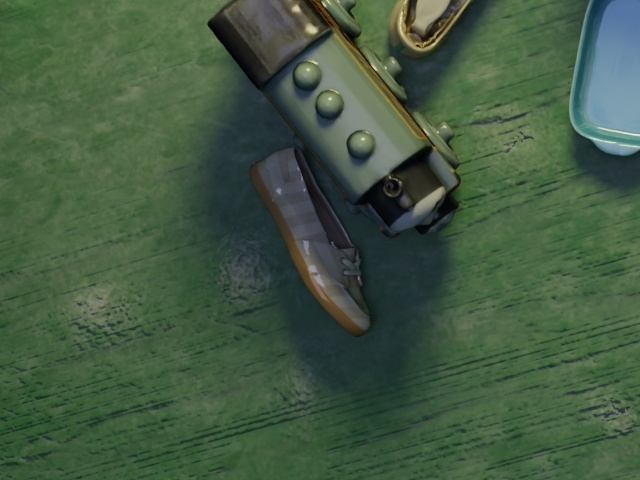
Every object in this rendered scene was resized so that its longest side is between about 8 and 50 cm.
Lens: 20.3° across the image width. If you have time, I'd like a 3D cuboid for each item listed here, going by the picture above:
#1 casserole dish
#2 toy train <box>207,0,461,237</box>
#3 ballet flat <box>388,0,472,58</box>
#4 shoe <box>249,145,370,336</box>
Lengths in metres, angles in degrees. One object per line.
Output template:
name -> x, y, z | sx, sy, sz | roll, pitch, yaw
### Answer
casserole dish -> 0.322, -0.181, 1.844 | 0.114, 0.037, 0.188 | 11, 96, 10
toy train -> 0.018, -0.142, 1.828 | 0.142, 0.190, 0.334 | -38, 85, 12
ballet flat -> 0.153, -0.296, 1.849 | 0.086, 0.086, 0.248 | 34, 98, 8
shoe -> 0.000, 0.000, 1.898 | 0.058, 0.076, 0.219 | -32, 85, 16
